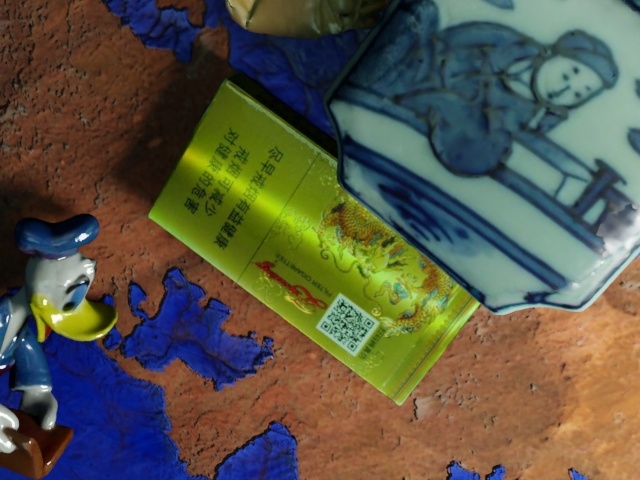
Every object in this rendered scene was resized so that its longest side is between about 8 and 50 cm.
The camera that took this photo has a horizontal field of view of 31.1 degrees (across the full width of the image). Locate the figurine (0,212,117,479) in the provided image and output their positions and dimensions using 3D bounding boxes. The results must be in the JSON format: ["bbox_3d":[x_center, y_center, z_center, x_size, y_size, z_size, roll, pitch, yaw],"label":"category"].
[{"bbox_3d":[-0.342,0.102,1.178,0.338,0.204,0.283,-44,64,16],"label":"figurine"}]

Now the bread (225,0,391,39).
[{"bbox_3d":[-0.007,-0.292,0.945,0.136,0.107,0.241,8,112,21],"label":"bread"}]

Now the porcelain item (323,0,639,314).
[{"bbox_3d":[0.166,-0.103,0.923,0.281,0.157,0.286,40,119,2],"label":"porcelain item"}]

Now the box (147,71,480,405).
[{"bbox_3d":[0.000,0.000,1.086,0.311,0.043,0.173,36,118,6],"label":"box"}]
